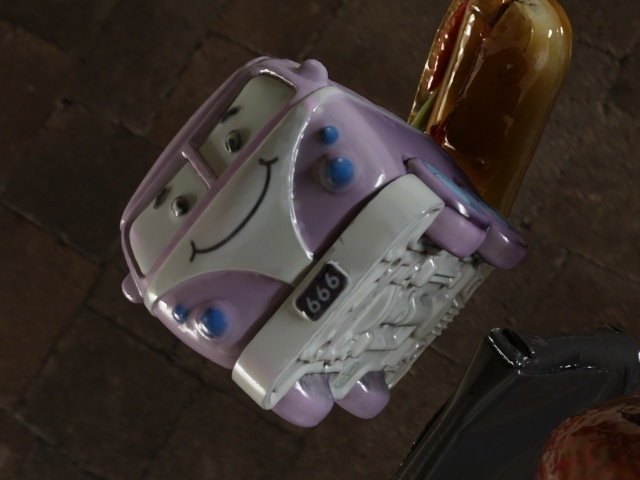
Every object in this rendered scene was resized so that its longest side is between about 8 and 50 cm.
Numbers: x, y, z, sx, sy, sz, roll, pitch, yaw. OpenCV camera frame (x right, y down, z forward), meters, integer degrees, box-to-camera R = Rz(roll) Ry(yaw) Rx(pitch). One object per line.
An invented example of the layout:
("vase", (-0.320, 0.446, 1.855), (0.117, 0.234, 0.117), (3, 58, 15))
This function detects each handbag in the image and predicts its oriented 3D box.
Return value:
("handbag", (0.156, 0.173, 1.357), (0.080, 0.223, 0.247), (47, 117, 35))

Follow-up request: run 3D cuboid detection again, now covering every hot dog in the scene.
("hot dog", (0.079, -0.050, 0.883), (0.092, 0.062, 0.236), (56, 143, 41))

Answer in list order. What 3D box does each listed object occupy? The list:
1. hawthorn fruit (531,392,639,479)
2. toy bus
("hawthorn fruit", (0.226, 0.164, 0.839), (0.235, 0.181, 0.181), (-6, 65, 36))
("toy bus", (0.000, 0.000, 0.762), (0.142, 0.202, 0.142), (45, 100, 17))
